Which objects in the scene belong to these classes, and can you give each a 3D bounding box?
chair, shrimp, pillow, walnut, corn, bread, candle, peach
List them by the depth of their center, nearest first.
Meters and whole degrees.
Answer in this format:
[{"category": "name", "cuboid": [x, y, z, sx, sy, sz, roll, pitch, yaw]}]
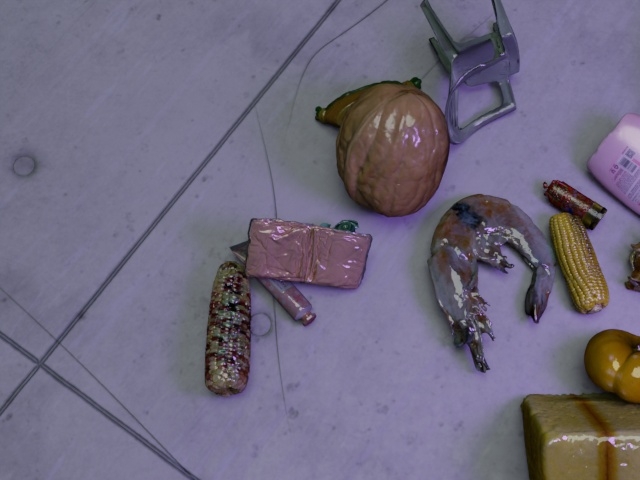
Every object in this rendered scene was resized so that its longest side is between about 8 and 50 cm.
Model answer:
[{"category": "bread", "cuboid": [0.474, 0.464, 1.760, 0.233, 0.245, 0.361, -2, 99, 0]}, {"category": "peach", "cuboid": [0.547, 0.218, 1.793, 0.179, 0.179, 0.103, 3, 108, 4]}, {"category": "corn", "cuboid": [-0.169, 0.162, 1.893, 0.086, 0.086, 0.253, -1, 66, 2]}, {"category": "pillow", "cuboid": [-0.024, 0.026, 1.897, 0.233, 0.043, 0.126, 8, 112, -10]}, {"category": "shrimp", "cuboid": [0.321, 0.075, 1.913, 0.247, 0.085, 0.360, 5, 65, -2]}, {"category": "corn", "cuboid": [0.482, 0.041, 1.917, 0.072, 0.072, 0.203, -14, 68, -3]}, {"category": "walnut", "cuboid": [0.135, -0.167, 1.926, 0.225, 0.261, 0.225, 9, 37, -7]}, {"category": "candle", "cuboid": [0.483, -0.075, 1.971, 0.131, 0.052, 0.052, 37, 74, 14]}, {"category": "chair", "cuboid": [0.297, -0.346, 2.016, 0.191, 0.203, 0.274, -19, 60, 7]}]

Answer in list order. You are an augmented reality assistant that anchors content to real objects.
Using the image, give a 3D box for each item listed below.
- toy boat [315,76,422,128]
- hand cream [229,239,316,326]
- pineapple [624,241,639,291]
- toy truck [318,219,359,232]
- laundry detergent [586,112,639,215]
[{"category": "toy boat", "cuboid": [0.102, -0.274, 2.062, 0.230, 0.089, 0.088, -16, 30, -3]}, {"category": "hand cream", "cuboid": [-0.085, 0.077, 1.943, 0.209, 0.043, 0.067, 47, 41, 17]}, {"category": "pineapple", "cuboid": [0.679, 0.051, 1.866, 0.236, 0.186, 0.114, 2, 64, 51]}, {"category": "toy truck", "cuboid": [-0.001, 0.000, 1.961, 0.154, 0.080, 0.078, -13, 42, -3]}, {"category": "laundry detergent", "cuboid": [0.675, -0.094, 1.937, 0.335, 0.088, 0.159, 39, 112, 15]}]
